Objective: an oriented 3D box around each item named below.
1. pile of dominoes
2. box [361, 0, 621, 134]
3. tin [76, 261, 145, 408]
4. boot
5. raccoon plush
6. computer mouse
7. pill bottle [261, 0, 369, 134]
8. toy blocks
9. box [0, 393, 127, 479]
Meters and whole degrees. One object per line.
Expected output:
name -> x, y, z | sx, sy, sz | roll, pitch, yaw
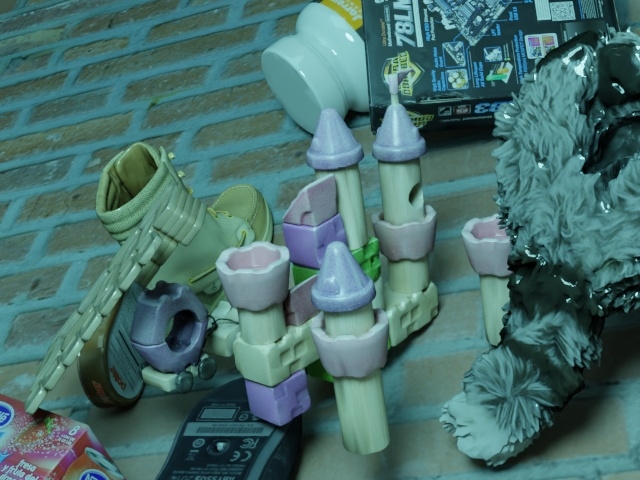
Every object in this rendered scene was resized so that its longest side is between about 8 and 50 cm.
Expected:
pile of dominoes -> -0.198, 0.062, 1.207 | 0.251, 0.040, 0.196 | -51, 13, 18
box -> 0.195, -0.272, 1.479 | 0.293, 0.073, 0.295 | -5, 61, 3
tin -> -0.216, 0.098, 1.371 | 0.040, 0.106, 0.189 | -10, 39, 20
boot -> -0.152, -0.035, 1.413 | 0.095, 0.203, 0.262 | -9, 34, 29
raccoon plush -> 0.272, -0.028, 1.146 | 0.216, 0.299, 0.446 | 47, 118, 21
computer mouse -> -0.100, 0.233, 1.149 | 0.189, 0.072, 0.272 | -2, 33, 28
pill bottle -> 0.070, -0.266, 1.613 | 0.278, 0.162, 0.162 | -38, 38, -17
toy blocks -> 0.000, 0.000, 1.177 | 0.309, 0.260, 0.289 | 11, 30, 41
box -> -0.319, 0.237, 1.239 | 0.257, 0.128, 0.122 | 10, 48, 39
